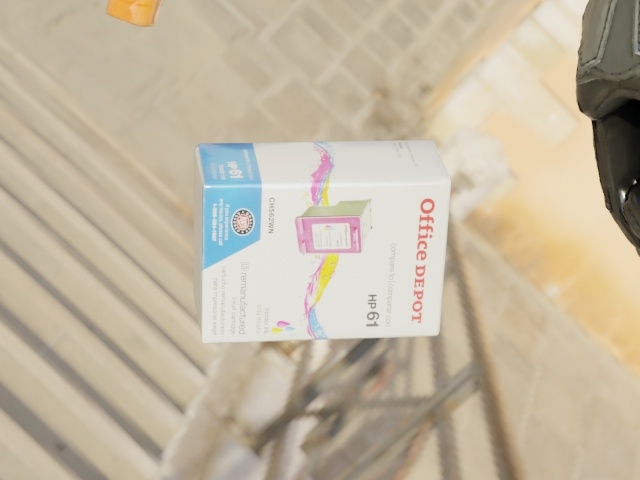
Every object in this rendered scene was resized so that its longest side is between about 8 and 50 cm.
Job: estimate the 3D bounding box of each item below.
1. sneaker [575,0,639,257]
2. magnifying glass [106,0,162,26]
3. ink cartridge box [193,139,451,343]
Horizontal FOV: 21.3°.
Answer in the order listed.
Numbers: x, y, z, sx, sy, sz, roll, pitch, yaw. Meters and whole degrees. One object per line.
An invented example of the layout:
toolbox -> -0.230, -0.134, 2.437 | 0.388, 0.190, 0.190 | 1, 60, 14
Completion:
sneaker -> 0.179, -0.021, 0.662 | 0.276, 0.097, 0.135 | 47, 54, -35
magnifying glass -> -0.051, -0.207, 0.744 | 0.026, 0.231, 0.092 | 20, 10, 4
ink cartridge box -> 0.000, 0.000, 0.842 | 0.122, 0.088, 0.052 | -2, 26, -9
